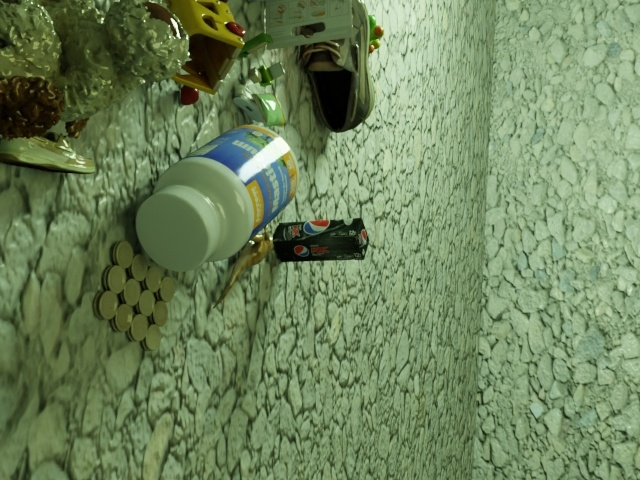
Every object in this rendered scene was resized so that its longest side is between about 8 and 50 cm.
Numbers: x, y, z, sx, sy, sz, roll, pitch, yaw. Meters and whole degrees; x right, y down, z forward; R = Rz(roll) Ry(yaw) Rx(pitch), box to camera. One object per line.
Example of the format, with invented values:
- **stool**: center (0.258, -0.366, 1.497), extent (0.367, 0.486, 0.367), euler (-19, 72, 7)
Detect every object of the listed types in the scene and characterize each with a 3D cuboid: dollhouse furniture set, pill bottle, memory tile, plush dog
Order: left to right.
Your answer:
- **plush dog**: center (-0.299, -0.184, 0.810), extent (0.225, 0.262, 0.211), euler (-23, 149, -54)
- **memory tile**: center (-0.248, 0.077, 1.100), extent (0.148, 0.012, 0.113), euler (53, 41, -54)
- **pill bottle**: center (-0.146, -0.061, 1.175), extent (0.272, 0.152, 0.152), euler (-49, 132, -59)
- **dollhouse furniture set**: center (-0.085, -0.272, 1.395), extent (0.152, 0.058, 0.076), euler (67, 20, 0)

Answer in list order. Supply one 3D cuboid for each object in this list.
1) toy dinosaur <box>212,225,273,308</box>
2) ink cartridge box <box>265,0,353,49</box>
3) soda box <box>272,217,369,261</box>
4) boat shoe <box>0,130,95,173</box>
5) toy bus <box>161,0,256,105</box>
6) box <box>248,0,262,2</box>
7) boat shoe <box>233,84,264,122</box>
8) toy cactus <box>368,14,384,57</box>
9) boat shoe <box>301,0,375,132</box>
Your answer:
- **toy dinosaur**: center (-0.115, 0.017, 1.353), extent (0.211, 0.064, 0.112), euler (-45, 130, -59)
- **ink cartridge box**: center (-0.015, -0.465, 1.479), extent (0.056, 0.180, 0.225), euler (-7, 94, -63)
- **soda box**: center (0.000, 0.000, 1.486), extent (0.053, 0.168, 0.060), euler (-70, 149, -43)
- **boat shoe**: center (-0.307, -0.102, 0.930), extent (0.135, 0.050, 0.045), euler (8, 86, -66)
- **toy bus**: center (-0.185, -0.304, 1.157), extent (0.104, 0.202, 0.191), euler (14, 81, -35)
- **box**: center (-0.136, -0.519, 1.383), extent (0.186, 0.038, 0.145), euler (45, 48, -59)
- **boat shoe**: center (-0.117, -0.237, 1.409), extent (0.100, 0.035, 0.035), euler (34, 60, -54)
- **toy cactus**: center (0.076, -0.412, 1.804), extent (0.219, 0.112, 0.181), euler (-92, -163, -72)
- **boat shoe**: center (0.031, -0.381, 1.645), extent (0.130, 0.132, 0.356), euler (-60, 140, -51)
